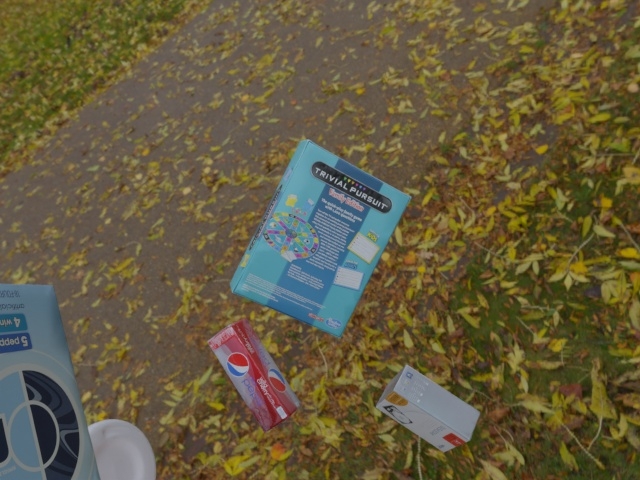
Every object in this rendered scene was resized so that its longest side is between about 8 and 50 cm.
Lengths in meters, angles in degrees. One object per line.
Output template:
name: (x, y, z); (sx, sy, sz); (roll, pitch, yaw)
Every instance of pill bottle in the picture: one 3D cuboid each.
pill bottle: (-0.360, 0.345, 0.671); (0.245, 0.136, 0.136); (-26, 45, 24)

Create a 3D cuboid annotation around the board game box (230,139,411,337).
board game box: (0.000, 0.000, 1.021); (0.336, 0.253, 0.079); (-63, 17, 1)

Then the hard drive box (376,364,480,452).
hard drive box: (0.295, 0.473, 1.364); (0.232, 0.181, 0.089); (31, 56, 9)

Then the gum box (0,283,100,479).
gum box: (-0.184, 0.113, 0.245); (0.041, 0.157, 0.184); (-21, 81, 6)

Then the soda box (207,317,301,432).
soda box: (-0.162, 0.328, 1.203); (0.083, 0.092, 0.263); (-37, 81, 16)
